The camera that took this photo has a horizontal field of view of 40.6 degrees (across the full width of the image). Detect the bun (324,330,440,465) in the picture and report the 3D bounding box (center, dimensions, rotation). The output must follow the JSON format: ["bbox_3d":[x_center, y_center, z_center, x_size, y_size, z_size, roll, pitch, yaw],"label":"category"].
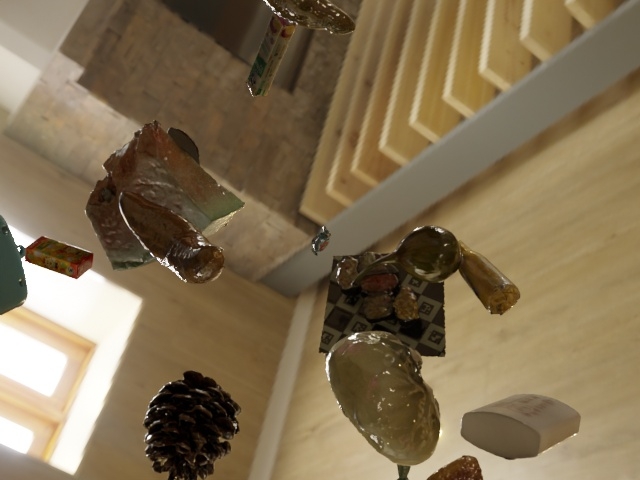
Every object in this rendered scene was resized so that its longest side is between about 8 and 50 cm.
[{"bbox_3d":[0.128,0.286,1.626,0.168,0.273,0.273,-36,-154,11],"label":"bun"}]

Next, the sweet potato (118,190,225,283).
[{"bbox_3d":[-0.249,0.001,1.499,0.092,0.114,0.341,-42,-139,-15],"label":"sweet potato"}]

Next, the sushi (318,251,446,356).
[{"bbox_3d":[0.145,0.133,2.021,0.294,0.059,0.292,-2,-126,13],"label":"sushi"}]

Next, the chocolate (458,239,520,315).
[{"bbox_3d":[0.345,0.072,1.881,0.086,0.085,0.219,-53,-145,13],"label":"chocolate"}]

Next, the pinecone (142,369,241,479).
[{"bbox_3d":[-0.306,0.435,2.031,0.224,0.224,0.272,-44,-165,33],"label":"pinecone"}]

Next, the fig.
[{"bbox_3d":[0.174,0.043,1.791,0.236,0.124,0.124,-15,-148,7],"label":"fig"}]

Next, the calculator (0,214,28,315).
[{"bbox_3d":[-0.565,0.061,1.306,0.051,0.173,0.293,-3,-163,37],"label":"calculator"}]

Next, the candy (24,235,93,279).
[{"bbox_3d":[-0.522,0.034,1.728,0.062,0.122,0.038,-55,160,-61],"label":"candy"}]

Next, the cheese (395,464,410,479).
[{"bbox_3d":[0.195,0.582,2.068,0.026,0.067,0.121,8,-91,43],"label":"cheese"}]

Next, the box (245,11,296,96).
[{"bbox_3d":[-0.102,-0.383,1.778,0.050,0.041,0.207,62,-36,25],"label":"box"}]

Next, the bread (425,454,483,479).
[{"bbox_3d":[0.180,0.386,1.233,0.054,0.136,0.154,118,-33,-44],"label":"bread"}]

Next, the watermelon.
[{"bbox_3d":[-0.337,-0.056,1.777,0.264,0.302,0.151,-27,-145,27],"label":"watermelon"}]

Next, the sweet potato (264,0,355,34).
[{"bbox_3d":[-0.066,-0.461,1.443,0.124,0.310,0.098,-7,-147,44],"label":"sweet potato"}]

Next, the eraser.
[{"bbox_3d":[0.440,0.401,1.884,0.174,0.270,0.095,11,-86,34],"label":"eraser"}]

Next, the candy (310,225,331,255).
[{"bbox_3d":[-0.001,0.000,1.614,0.020,0.030,0.083,-20,160,-30],"label":"candy"}]

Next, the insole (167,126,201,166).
[{"bbox_3d":[-0.290,-0.154,1.886,0.007,0.111,0.328,-56,169,-22],"label":"insole"}]
